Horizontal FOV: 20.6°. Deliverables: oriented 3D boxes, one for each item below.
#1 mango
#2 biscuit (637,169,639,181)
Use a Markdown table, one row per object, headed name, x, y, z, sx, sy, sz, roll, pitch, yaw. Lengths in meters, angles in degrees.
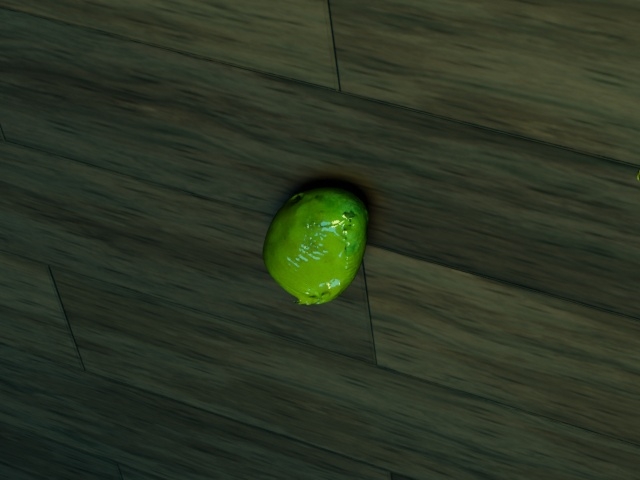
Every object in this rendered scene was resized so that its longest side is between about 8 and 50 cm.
| name | x | y | z | sx | sy | sz | roll | pitch | yaw |
| --- | --- | --- | --- | --- | --- | --- | --- | --- | --- |
| mango | 0.000 | -0.001 | 2.031 | 0.119 | 0.100 | 0.178 | 40 | 141 | -1 |
| biscuit | 0.420 | -0.091 | 1.669 | 0.048 | 0.026 | 0.292 | 36 | 147 | -23 |
